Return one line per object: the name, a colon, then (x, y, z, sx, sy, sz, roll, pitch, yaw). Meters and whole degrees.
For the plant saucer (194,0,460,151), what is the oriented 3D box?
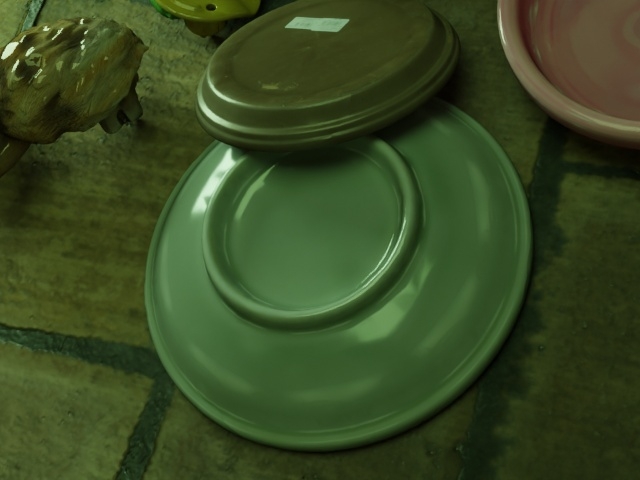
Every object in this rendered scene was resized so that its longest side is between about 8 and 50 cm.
plant saucer: (0.002, -0.181, 1.364, 0.278, 0.041, 0.278, -12, 34, 8)

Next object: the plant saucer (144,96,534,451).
plant saucer: (0.000, 0.000, 1.306, 0.401, 0.100, 0.400, -8, 63, 16)

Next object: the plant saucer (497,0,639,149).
plant saucer: (0.342, -0.224, 1.310, 0.332, 0.084, 0.332, -8, 63, 15)

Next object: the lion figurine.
lion figurine: (-0.390, -0.160, 1.503, 0.392, 0.142, 0.240, 11, 61, 28)

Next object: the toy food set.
toy food set: (-0.150, -0.305, 1.539, 0.128, 0.071, 0.217, -19, 58, -18)
